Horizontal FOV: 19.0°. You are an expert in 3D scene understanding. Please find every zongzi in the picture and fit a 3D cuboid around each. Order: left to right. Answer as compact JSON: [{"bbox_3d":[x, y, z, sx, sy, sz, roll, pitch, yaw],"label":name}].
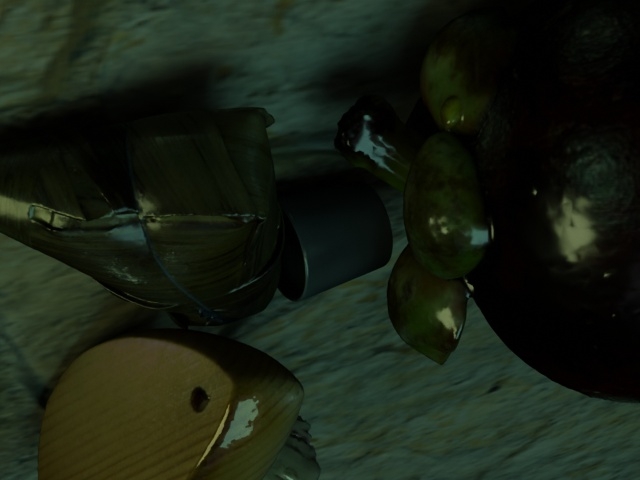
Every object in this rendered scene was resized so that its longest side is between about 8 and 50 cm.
[{"bbox_3d":[-0.145,-0.002,1.306,0.242,0.112,0.221,-5,154,0],"label":"zongzi"}]

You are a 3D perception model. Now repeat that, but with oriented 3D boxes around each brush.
[{"bbox_3d":[-0.078,0.151,1.416,0.166,0.174,0.267,10,155,-38],"label":"brush"}]

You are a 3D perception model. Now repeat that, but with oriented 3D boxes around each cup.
[{"bbox_3d":[0.000,0.000,1.422,0.077,0.078,0.100,-17,176,-25],"label":"cup"}]

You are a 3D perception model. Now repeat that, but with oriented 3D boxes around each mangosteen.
[{"bbox_3d":[0.205,-0.032,1.329,0.330,0.330,0.330,-19,142,-15],"label":"mangosteen"}]
